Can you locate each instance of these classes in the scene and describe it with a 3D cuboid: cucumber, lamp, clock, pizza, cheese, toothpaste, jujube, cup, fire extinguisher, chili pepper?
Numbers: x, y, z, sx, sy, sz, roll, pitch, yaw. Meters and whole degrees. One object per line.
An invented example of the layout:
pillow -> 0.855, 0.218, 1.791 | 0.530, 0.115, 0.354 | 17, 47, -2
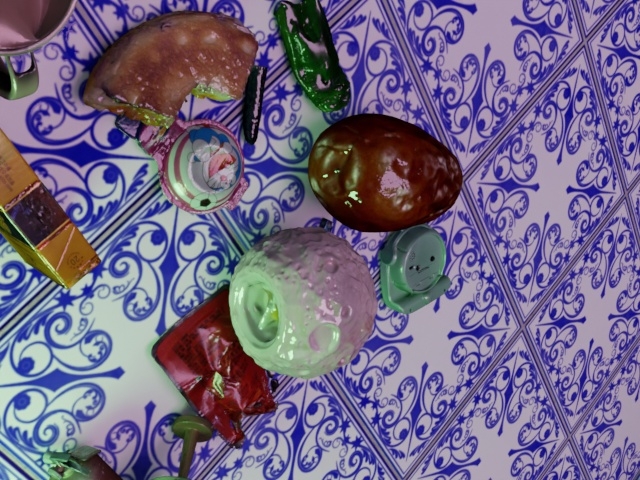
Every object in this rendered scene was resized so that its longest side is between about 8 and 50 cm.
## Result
cucumber -> -0.111, -0.224, 1.430 | 0.032, 0.032, 0.133 | -4, 108, -41
lamp -> -0.226, 0.402, 1.429 | 0.121, 0.121, 0.215 | 54, 32, -39
clock -> 0.192, 0.036, 1.769 | 0.159, 0.066, 0.211 | -28, 121, -33
pizza -> -0.219, -0.254, 1.283 | 0.305, 0.085, 0.161 | -31, 99, -35
cheese -> -0.209, -0.136, 1.350 | 0.244, 0.062, 0.155 | 41, 74, -30
toothpaste -> 0.000, 0.000, 1.615 | 0.020, 0.017, 0.083 | 25, 87, -44
jujube -> 0.124, -0.117, 1.548 | 0.318, 0.223, 0.223 | 2, 103, -50
cup -> -0.406, -0.294, 1.021 | 0.191, 0.200, 0.253 | -29, 121, -32
fire extinguisher -> -0.352, 0.411, 1.377 | 0.105, 0.104, 0.269 | -45, 128, -21
chili pepper -> -0.010, -0.318, 1.470 | 0.098, 0.061, 0.224 | -39, 129, -18

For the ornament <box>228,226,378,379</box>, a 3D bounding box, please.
ornament -> -0.023, 0.105, 1.465 | 0.225, 0.259, 0.260 | -10, 111, -42

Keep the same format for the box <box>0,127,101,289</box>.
box -> -0.407, -0.054, 1.137 | 0.070, 0.152, 0.237 | -46, 129, -20

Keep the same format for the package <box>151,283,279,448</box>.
package -> -0.165, 0.233, 1.513 | 0.194, 0.071, 0.270 | -48, 128, -39
